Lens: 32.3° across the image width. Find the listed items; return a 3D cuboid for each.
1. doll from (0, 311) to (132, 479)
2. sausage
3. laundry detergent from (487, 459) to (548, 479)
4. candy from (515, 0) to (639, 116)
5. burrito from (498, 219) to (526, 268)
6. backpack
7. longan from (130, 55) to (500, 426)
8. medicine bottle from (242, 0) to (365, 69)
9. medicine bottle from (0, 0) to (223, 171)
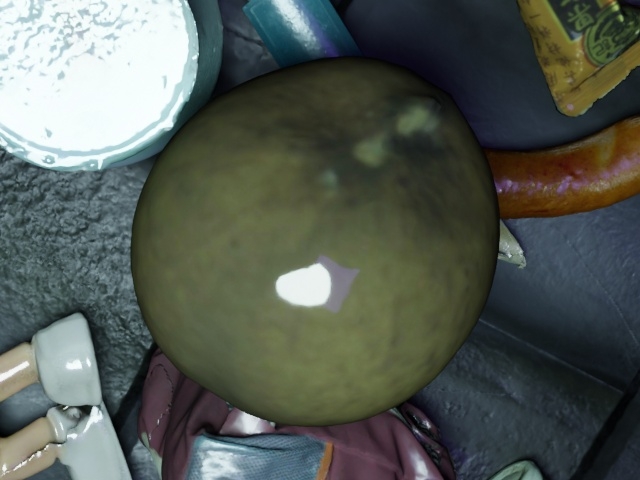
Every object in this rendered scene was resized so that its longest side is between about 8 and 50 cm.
[{"bbox_3d":[-0.400,0.219,1.131,0.423,0.161,0.348,-38,106,-4],"label":"doll"},{"bbox_3d":[0.237,-0.074,1.159,0.302,0.076,0.102,-5,107,-5],"label":"sausage"},{"bbox_3d":[0.268,0.359,1.263,0.099,0.070,0.225,-41,104,-4],"label":"laundry detergent"},{"bbox_3d":[0.242,-0.263,1.112,0.143,0.101,0.271,-33,110,11],"label":"candy"},{"bbox_3d":[0.153,-0.011,1.184,0.149,0.041,0.055,12,87,-5],"label":"burrito"},{"bbox_3d":[-0.010,0.207,1.103,0.317,0.283,0.197,13,102,-18],"label":"backpack"},{"bbox_3d":[0.000,0.000,0.930,0.319,0.319,0.319,-1,102,-5],"label":"longan"},{"bbox_3d":[0.003,-0.174,1.096,0.079,0.124,0.258,-30,101,13],"label":"medicine bottle"},{"bbox_3d":[-0.206,-0.184,0.987,0.245,0.290,0.245,-1,103,-5],"label":"medicine bottle"}]
